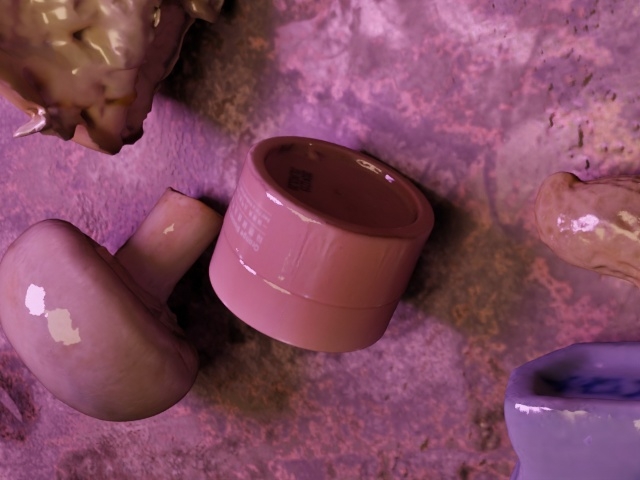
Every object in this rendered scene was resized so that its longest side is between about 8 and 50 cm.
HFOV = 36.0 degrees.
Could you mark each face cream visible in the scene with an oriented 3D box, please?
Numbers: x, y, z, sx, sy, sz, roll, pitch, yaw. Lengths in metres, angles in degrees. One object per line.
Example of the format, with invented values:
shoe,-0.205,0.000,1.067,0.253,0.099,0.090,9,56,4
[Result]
face cream,0.000,0.000,0.749,0.149,0.149,0.104,34,119,22

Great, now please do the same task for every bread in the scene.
bread,-0.286,-0.292,0.795,0.394,0.250,0.361,27,117,26

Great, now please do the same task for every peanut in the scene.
peanut,0.224,0.008,0.646,0.187,0.082,0.082,33,120,23

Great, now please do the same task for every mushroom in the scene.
mushroom,-0.174,0.045,0.882,0.207,0.207,0.215,41,88,18

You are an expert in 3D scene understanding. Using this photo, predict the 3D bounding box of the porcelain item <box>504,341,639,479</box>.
porcelain item,0.234,0.277,0.656,0.243,0.178,0.405,-4,99,36
